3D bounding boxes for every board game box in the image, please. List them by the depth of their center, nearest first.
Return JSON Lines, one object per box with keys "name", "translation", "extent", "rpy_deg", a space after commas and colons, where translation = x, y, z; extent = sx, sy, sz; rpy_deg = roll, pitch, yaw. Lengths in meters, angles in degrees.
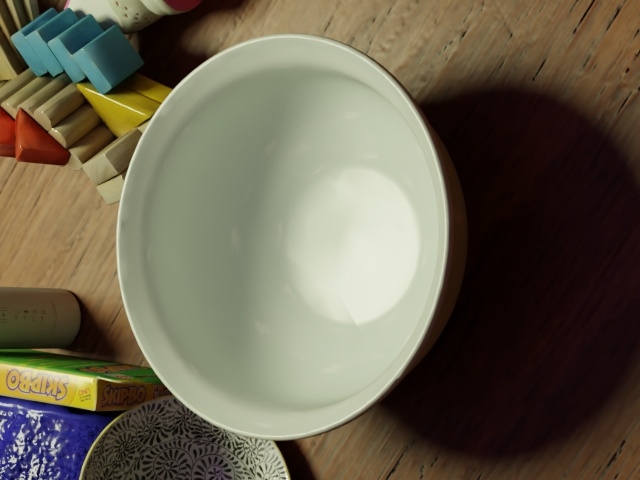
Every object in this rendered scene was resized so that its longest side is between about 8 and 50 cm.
{"name": "board game box", "translation": [-0.231, 0.114, 1.450], "extent": [0.259, 0.124, 0.039], "rpy_deg": [2, 89, 33]}

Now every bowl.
{"name": "bowl", "translation": [0.000, 0.000, 1.304], "extent": [0.298, 0.134, 0.298], "rpy_deg": [-2, 85, 33]}
{"name": "bowl", "translation": [-0.111, 0.216, 1.377], "extent": [0.170, 0.170, 0.080], "rpy_deg": [64, 161, 18]}

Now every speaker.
{"name": "speaker", "translation": [-0.270, 0.066, 1.471], "extent": [0.055, 0.136, 0.055], "rpy_deg": [-2, 87, 37]}

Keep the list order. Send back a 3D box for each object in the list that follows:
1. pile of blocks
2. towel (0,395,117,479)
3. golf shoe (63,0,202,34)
{"name": "pile of blocks", "translation": [-0.258, -0.134, 1.451], "extent": [0.362, 0.112, 0.149], "rpy_deg": [20, 137, 31]}
{"name": "towel", "translation": [-0.291, 0.276, 1.420], "extent": [0.227, 0.076, 0.308], "rpy_deg": [2, 72, 30]}
{"name": "golf shoe", "translation": [-0.199, -0.316, 1.466], "extent": [0.140, 0.115, 0.306], "rpy_deg": [-25, 73, 32]}
